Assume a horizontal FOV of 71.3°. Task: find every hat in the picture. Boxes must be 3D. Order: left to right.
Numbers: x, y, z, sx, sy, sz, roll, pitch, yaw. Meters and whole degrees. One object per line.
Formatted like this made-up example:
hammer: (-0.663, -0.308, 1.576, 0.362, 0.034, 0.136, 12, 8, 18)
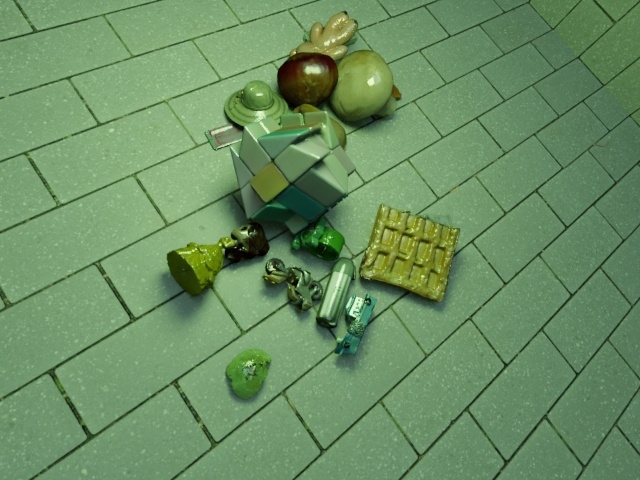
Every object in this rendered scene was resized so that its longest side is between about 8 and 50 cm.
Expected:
hat: (-0.243, -0.547, 1.703, 0.252, 0.110, 0.252, 4, 54, -5)

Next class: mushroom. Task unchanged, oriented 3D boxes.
mushroom: (0.192, -0.627, 1.853, 0.290, 0.292, 0.292, 5, 63, -50)

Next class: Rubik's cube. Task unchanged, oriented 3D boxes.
Rubik's cube: (-0.088, -0.243, 1.490, 0.368, 0.387, 0.358, 51, 33, -6)

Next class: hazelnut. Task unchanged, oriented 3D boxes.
hazelnut: (-0.048, -0.626, 1.756, 0.217, 0.252, 0.217, 37, 46, -53)

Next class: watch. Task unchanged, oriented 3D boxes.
watch: (0.000, 0.000, 1.591, 0.152, 0.165, 0.131, 37, 58, -29)

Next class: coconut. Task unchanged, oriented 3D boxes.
coconut: (-0.224, 0.406, 1.380, 0.133, 0.055, 0.158, 18, 63, -12)

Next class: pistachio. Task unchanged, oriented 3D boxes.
pistachio: (-0.011, -0.400, 1.735, 0.261, 0.163, 0.212, 15, 85, -27)

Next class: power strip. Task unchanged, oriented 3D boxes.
power strip: (0.044, -0.919, 2.026, 0.270, 0.046, 0.118, -32, 81, -26)

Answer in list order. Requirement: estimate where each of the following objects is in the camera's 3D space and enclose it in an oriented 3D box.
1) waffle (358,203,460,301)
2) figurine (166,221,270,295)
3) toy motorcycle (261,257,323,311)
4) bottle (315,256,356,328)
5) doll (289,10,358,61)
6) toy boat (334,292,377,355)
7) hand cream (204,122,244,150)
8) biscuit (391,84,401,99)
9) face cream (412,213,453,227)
waffle: (0.330, 0.045, 1.663, 0.348, 0.077, 0.304, 19, 83, -11)
figurine: (-0.316, 0.030, 1.454, 0.315, 0.187, 0.168, -35, 78, -36)
toy motorcycle: (-0.094, 0.155, 1.501, 0.229, 0.094, 0.129, 32, 60, -18)
bottle: (0.061, 0.182, 1.555, 0.096, 0.079, 0.253, 30, 61, -21)
doll: (0.031, -0.819, 1.898, 0.303, 0.156, 0.201, -43, 79, 5)
toy boat: (0.109, 0.285, 1.520, 0.098, 0.109, 0.238, 19, 59, 12)
hand cream: (-0.297, -0.422, 1.710, 0.275, 0.050, 0.079, -25, 53, -20)
biscuit: (0.240, -0.711, 2.007, 0.280, 0.043, 0.183, 26, 66, -12)
face cream: (0.455, -0.059, 1.806, 0.224, 0.070, 0.114, 3, 67, -31)
